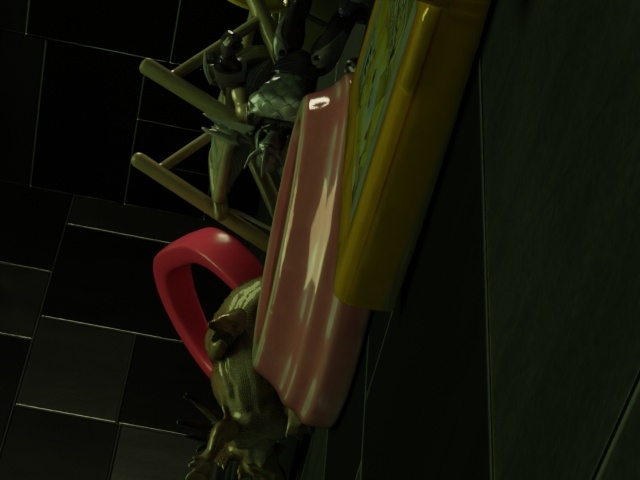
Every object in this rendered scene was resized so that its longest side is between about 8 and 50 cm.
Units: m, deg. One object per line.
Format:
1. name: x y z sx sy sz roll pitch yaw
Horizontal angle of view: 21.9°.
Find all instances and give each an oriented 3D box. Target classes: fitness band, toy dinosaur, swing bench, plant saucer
1. fitness band: -0.104 0.085 1.882 0.209 0.054 0.291 60 158 -5
2. toy dinosaur: -0.079 0.140 1.724 0.200 0.127 0.296 -129 43 -76
3. swing bench: -0.069 -0.089 1.839 0.165 0.255 0.253 -36 -12 -22
4. plant saucer: 0.000 0.000 1.489 0.332 0.084 0.332 -170 90 -86

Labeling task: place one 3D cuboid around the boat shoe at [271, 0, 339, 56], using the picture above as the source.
1. boat shoe: 0.023 -0.349 1.955 0.103 0.113 0.302 -148 79 -87

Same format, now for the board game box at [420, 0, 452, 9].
1. board game box: 0.105 -0.262 0.879 0.124 0.039 0.259 -87 16 -53

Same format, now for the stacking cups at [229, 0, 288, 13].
1. stacking cups: -0.022 -0.402 1.790 0.096 0.096 0.316 -86 20 -59

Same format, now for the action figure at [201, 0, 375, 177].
1. action figure: -0.020 -0.188 1.682 0.099 0.185 0.285 91 -164 -67

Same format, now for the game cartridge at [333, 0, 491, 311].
1. game cartridge: 0.071 -0.159 1.180 0.285 0.052 0.324 -85 6 -51
